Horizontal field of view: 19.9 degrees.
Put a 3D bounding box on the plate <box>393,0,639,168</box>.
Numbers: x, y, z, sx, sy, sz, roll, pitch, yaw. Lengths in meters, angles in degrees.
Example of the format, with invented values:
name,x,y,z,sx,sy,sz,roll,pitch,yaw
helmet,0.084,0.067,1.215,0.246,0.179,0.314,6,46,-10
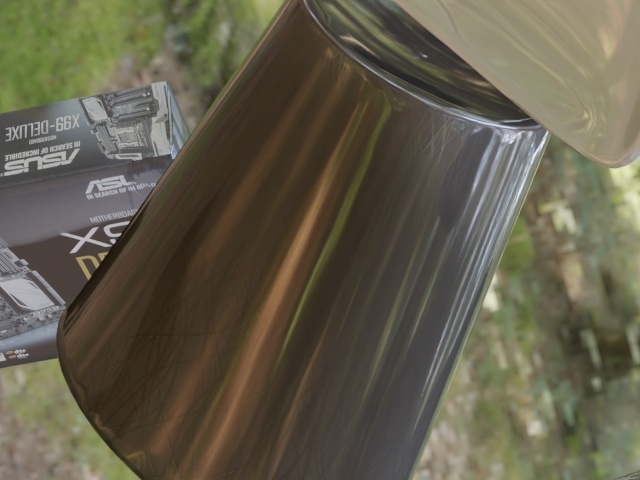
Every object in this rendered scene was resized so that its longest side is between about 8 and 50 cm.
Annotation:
name,x,y,z,sx,sy,sz,roll,pitch,yaw
plate,0.060,-0.208,0.588,0.045,0.278,0.277,-20,51,-42

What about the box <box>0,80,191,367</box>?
name,x,y,z,sx,sy,sz,roll,pitch,yaw
box,-0.231,0.001,1.442,0.242,0.307,0.076,71,11,-54

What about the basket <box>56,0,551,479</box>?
name,x,y,z,sx,sy,sz,roll,pitch,yaw
basket,0.000,0.000,0.842,0.204,0.227,0.154,42,31,25

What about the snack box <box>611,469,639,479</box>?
name,x,y,z,sx,sy,sz,roll,pitch,yaw
snack box,0.180,0.220,0.968,0.322,0.060,0.187,-11,87,-45
